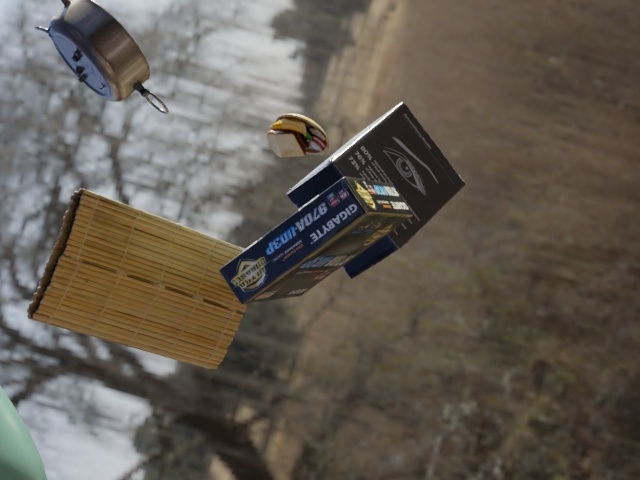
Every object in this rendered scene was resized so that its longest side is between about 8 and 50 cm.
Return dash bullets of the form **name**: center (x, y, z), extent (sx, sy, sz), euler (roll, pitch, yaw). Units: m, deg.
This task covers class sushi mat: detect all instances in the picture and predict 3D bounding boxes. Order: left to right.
- **sushi mat**: center (-0.188, 0.050, 1.761), extent (0.316, 0.019, 0.151), euler (23, -90, -52)

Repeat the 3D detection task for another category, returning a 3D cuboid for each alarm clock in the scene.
- **alarm clock**: center (-0.253, -0.212, 1.867), extent (0.064, 0.192, 0.129), euler (-47, -10, -17)

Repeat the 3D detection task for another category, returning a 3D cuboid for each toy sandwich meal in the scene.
- **toy sandwich meal**: center (-0.030, -0.130, 2.007), extent (0.029, 0.086, 0.085), euler (-61, -6, -28)

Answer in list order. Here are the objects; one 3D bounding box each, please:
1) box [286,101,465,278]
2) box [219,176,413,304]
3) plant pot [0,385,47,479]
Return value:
- **box**: center (0.079, -0.071, 2.161), extent (0.108, 0.153, 0.207), euler (-34, 4, 43)
- **box**: center (0.000, 0.000, 1.767), extent (0.175, 0.051, 0.220), euler (-36, -9, 13)
- **plant pot**: center (-0.469, 0.299, 1.895), extent (0.293, 0.235, 0.293), euler (-40, -14, -12)
